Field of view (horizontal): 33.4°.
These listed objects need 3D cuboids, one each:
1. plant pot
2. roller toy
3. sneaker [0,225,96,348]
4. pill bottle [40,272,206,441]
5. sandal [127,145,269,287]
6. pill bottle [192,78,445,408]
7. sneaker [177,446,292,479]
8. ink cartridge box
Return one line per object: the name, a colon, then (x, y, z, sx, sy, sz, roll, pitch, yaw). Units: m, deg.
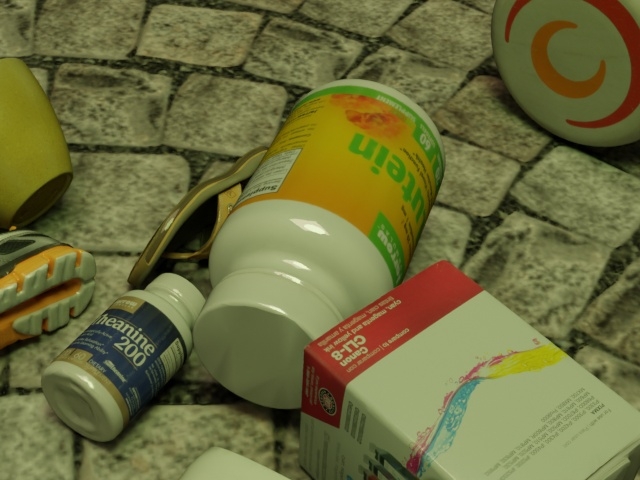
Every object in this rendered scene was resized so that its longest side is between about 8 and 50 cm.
plant pot: (-0.256, -0.065, 0.860, 0.095, 0.134, 0.134, 45, 52, 3)
roller toy: (0.268, -0.195, 0.982, 0.146, 0.209, 0.191, -37, 92, -35)
sneaker: (-0.266, 0.045, 0.758, 0.083, 0.084, 0.214, 31, 33, 31)
pill bottle: (-0.132, 0.077, 0.748, 0.067, 0.067, 0.120, 24, 47, 20)
sandal: (-0.083, -0.017, 0.861, 0.049, 0.072, 0.180, 43, 48, 7)
pill bottle: (0.000, 0.000, 0.789, 0.136, 0.136, 0.246, 15, 44, 11)
sneaker: (0.000, 0.266, 0.510, 0.322, 0.130, 0.236, 24, 67, 25)
ink cartridge box: (0.090, 0.129, 0.666, 0.127, 0.128, 0.176, -29, 52, -30)
